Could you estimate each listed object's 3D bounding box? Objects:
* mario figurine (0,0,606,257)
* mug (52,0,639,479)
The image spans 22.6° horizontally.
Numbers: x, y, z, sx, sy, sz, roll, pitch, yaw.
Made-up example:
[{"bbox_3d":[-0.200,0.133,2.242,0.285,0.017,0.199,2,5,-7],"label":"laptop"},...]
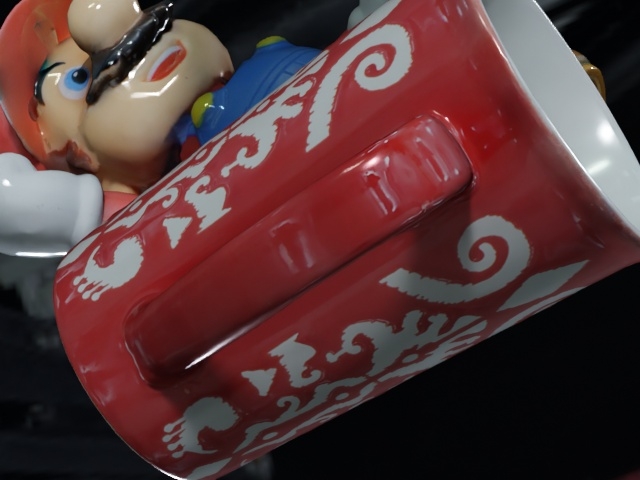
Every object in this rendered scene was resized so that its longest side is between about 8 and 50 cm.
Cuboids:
[{"bbox_3d":[-0.041,-0.067,0.747,0.320,0.170,0.198,11,10,31],"label":"mario figurine"},{"bbox_3d":[-0.002,-0.007,0.494,0.169,0.113,0.150,-33,-30,20],"label":"mug"}]
